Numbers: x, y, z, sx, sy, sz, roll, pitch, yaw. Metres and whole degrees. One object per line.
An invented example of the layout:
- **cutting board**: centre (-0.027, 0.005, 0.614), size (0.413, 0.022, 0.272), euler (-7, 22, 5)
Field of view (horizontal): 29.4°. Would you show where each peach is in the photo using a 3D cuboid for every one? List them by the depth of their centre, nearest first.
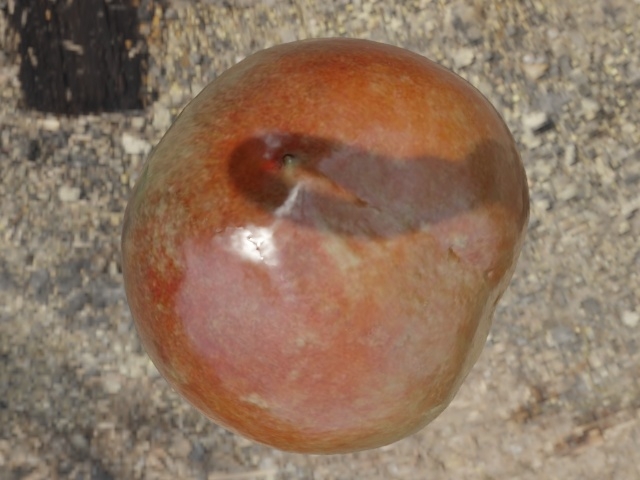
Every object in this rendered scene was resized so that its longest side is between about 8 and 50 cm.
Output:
- **peach**: centre (0.000, 0.000, 0.725), size (0.252, 0.252, 0.252), euler (-5, 129, -6)
